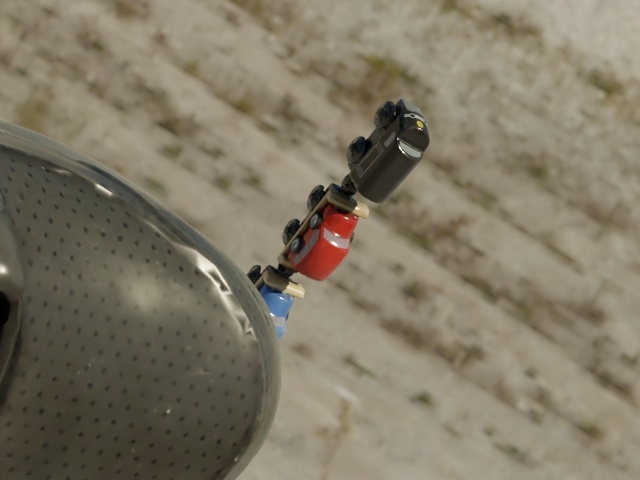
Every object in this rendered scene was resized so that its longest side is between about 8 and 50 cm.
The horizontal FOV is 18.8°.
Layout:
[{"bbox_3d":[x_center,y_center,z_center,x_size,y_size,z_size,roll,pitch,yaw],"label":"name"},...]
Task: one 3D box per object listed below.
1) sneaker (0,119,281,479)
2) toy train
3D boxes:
[{"bbox_3d":[-0.135,0.025,0.388,0.341,0.125,0.140,12,5,-38],"label":"sneaker"},{"bbox_3d":[0.000,0.000,0.924,0.027,0.158,0.036,25,25,-32],"label":"toy train"}]
